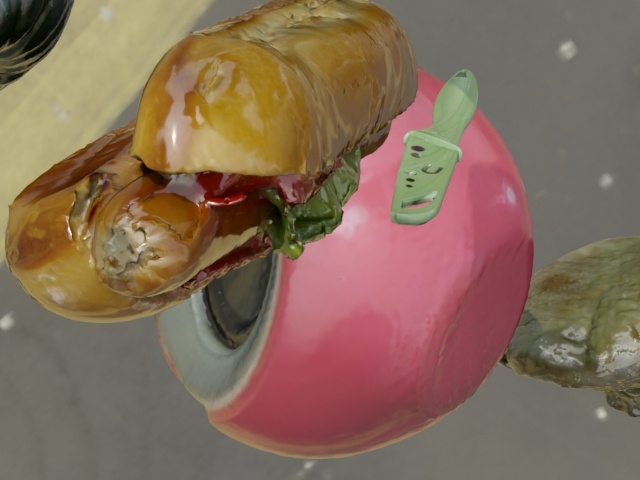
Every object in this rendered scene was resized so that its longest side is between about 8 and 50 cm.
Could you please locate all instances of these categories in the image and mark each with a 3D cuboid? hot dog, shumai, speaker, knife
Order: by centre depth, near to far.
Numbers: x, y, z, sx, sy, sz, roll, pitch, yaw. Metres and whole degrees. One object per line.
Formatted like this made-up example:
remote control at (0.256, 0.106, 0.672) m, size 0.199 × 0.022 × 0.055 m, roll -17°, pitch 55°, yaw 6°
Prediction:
hot dog at (-0.021, -0.025, 0.492) m, size 0.062 × 0.092 × 0.236 m, roll 51°, pitch 21°, yaw -3°
knife at (0.057, -0.050, 0.866) m, size 0.030 × 0.014 × 0.207 m, roll 11°, pitch 25°, yaw 7°
speaker at (0.000, 0.000, 1.226) m, size 0.294 × 0.294 × 0.294 m, roll 17°, pitch 57°, yaw -29°
shumai at (0.237, 0.082, 1.405) m, size 0.201 × 0.201 × 0.120 m, roll -47°, pitch 124°, yaw -42°

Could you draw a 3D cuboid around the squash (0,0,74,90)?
squash at (-0.244, -0.146, 1.013) m, size 0.172 × 0.218 × 0.218 m, roll 41°, pitch 45°, yaw 15°
